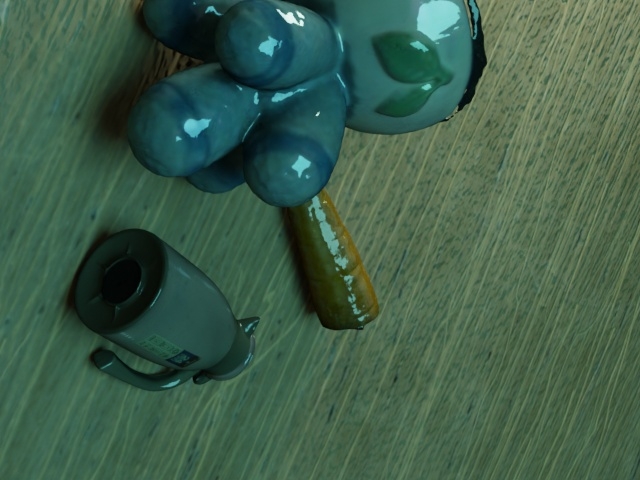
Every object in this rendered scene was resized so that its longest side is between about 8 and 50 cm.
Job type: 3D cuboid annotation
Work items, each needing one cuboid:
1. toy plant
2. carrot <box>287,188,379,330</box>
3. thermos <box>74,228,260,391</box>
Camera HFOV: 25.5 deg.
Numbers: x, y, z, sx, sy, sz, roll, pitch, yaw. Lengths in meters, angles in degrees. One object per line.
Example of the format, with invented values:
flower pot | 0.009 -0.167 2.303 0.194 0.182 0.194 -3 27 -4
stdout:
toy plant | -0.038 -0.157 1.315 0.332 0.247 0.247 -28 121 -29
carrot | 0.000 0.000 1.503 0.072 0.072 0.205 -38 118 -31
thermos | -0.149 0.085 1.360 0.137 0.105 0.193 -43 141 6
